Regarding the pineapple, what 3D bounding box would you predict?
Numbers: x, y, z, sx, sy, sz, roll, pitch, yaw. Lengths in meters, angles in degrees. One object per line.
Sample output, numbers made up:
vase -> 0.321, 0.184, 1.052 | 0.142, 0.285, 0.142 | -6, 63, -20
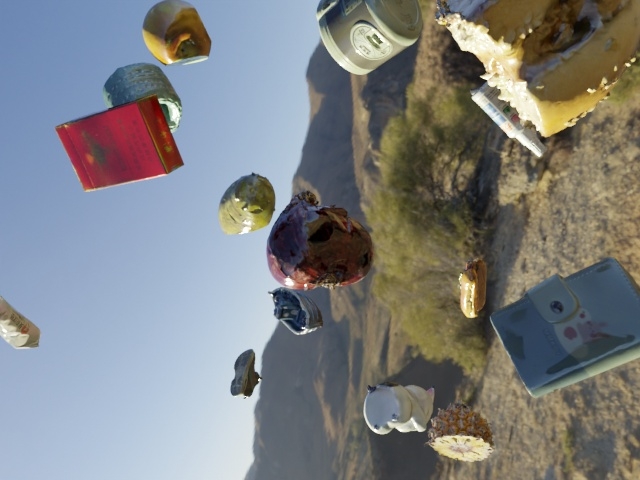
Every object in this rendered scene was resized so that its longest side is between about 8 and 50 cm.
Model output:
pineapple -> 0.374, 0.491, 1.450 | 0.162, 0.175, 0.137 | 92, -171, -47

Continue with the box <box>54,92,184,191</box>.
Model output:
box -> -0.541, -0.256, 1.458 | 0.089, 0.313, 0.198 | -53, -50, -55

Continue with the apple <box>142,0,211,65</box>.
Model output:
apple -> -0.339, -0.481, 1.283 | 0.147, 0.146, 0.163 | 52, 168, 50

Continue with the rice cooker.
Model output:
rice cooker -> 0.151, -0.698, 1.728 | 0.276, 0.288, 0.289 | -20, 42, 43

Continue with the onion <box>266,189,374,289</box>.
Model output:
onion -> 0.003, 0.017, 1.358 | 0.221, 0.280, 0.281 | 97, -172, -55

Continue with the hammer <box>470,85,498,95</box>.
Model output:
hammer -> 0.514, -0.457, 1.595 | 0.029, 0.103, 0.246 | -47, 20, -7

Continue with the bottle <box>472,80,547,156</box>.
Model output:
bottle -> 0.457, -0.287, 1.294 | 0.060, 0.217, 0.060 | -45, 0, 0

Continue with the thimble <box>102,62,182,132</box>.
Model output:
thimble -> -0.511, -0.398, 1.591 | 0.198, 0.143, 0.235 | -36, -15, 8

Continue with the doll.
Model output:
doll -> 0.176, 0.366, 1.183 | 0.110, 0.180, 0.107 | -40, 48, 28

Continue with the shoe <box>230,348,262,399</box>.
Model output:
shoe -> -0.237, 0.453, 1.816 | 0.071, 0.099, 0.169 | -19, 46, 39

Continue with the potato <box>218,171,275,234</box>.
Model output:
potato -> -0.240, -0.107, 1.763 | 0.141, 0.176, 0.298 | -26, -8, -35

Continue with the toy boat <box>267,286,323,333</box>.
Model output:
toy boat -> -0.106, 0.239, 1.885 | 0.309, 0.142, 0.129 | 32, 109, 55

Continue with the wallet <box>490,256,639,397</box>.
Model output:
wallet -> 0.609, 0.208, 1.317 | 0.360, 0.252, 0.083 | -36, -17, 29

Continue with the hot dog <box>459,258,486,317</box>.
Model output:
hot dog -> 0.432, 0.132, 1.542 | 0.092, 0.062, 0.236 | -43, -39, -28

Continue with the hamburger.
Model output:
hamburger -> 0.359, -0.352, 0.842 | 0.287, 0.268, 0.445 | -37, 14, 25

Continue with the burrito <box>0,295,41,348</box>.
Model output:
burrito -> -0.665, 0.177, 1.159 | 0.203, 0.064, 0.064 | 90, -165, -58
